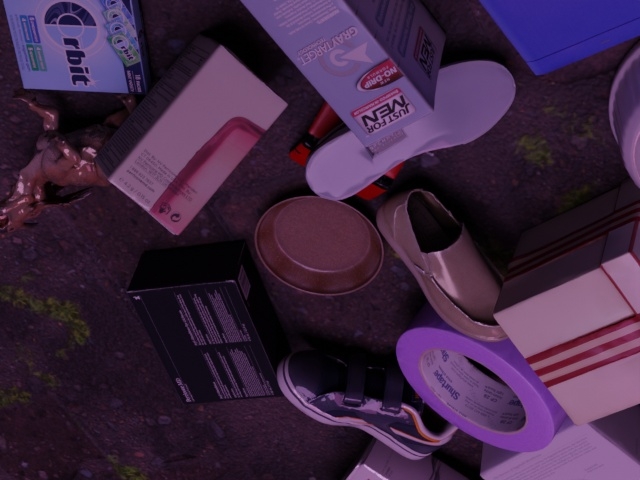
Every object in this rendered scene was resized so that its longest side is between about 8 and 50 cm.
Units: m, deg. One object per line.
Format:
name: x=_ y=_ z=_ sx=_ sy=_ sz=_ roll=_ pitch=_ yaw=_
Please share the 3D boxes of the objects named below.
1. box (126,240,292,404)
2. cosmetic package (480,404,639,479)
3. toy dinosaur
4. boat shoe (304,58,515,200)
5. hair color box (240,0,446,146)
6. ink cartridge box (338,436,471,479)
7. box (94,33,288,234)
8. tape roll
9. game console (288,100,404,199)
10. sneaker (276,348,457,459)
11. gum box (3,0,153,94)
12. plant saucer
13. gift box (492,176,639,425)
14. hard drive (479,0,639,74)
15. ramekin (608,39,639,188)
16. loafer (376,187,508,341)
box: x=-0.173 y=0.137 z=2.082 sx=0.184 sy=0.103 sz=0.261 roll=-8 pitch=129 yaw=15
cosmetic package: x=0.419 y=0.347 z=2.106 sx=0.224 sy=0.138 sz=0.224 roll=38 pitch=128 yaw=-21
toy dinosaur: x=-0.339 y=-0.116 z=1.895 sx=0.295 sy=0.127 sz=0.200 roll=-5 pitch=137 yaw=1
boat shoe: x=0.117 y=-0.158 z=1.756 sx=0.306 sy=0.105 sz=0.113 roll=-33 pitch=109 yaw=11
hair color box: x=-0.001 y=-0.317 z=1.592 sx=0.113 sy=0.185 sz=0.374 roll=-27 pitch=120 yaw=30
ink cartridge box: x=0.164 y=0.480 z=2.258 sx=0.283 sy=0.117 sz=0.207 roll=33 pitch=131 yaw=1
box: x=-0.176 y=-0.145 z=1.737 sx=0.127 sy=0.148 sz=0.232 roll=40 pitch=90 yaw=-22
tape roll: x=0.253 y=0.199 z=1.971 sx=0.274 sy=0.090 sz=0.275 roll=29 pitch=150 yaw=19
game console: x=0.045 y=-0.135 z=1.855 sx=0.144 sy=0.085 sz=0.124 roll=28 pitch=162 yaw=-11
sneaker: x=0.088 y=0.246 z=2.105 sx=0.321 sy=0.126 sz=0.127 roll=26 pitch=136 yaw=-25
gum box: x=-0.335 y=-0.281 z=1.796 sx=0.184 sy=0.041 sz=0.157 roll=4 pitch=131 yaw=8
plant saucer: x=0.000 y=0.000 z=1.968 sx=0.198 sy=0.036 sz=0.199 roll=6 pitch=132 yaw=7
gift box: x=0.434 y=0.084 z=1.804 sx=0.258 sy=0.255 sz=0.276 roll=-29 pitch=113 yaw=34
hard drive: x=0.280 y=-0.339 z=1.550 sx=0.210 sy=0.040 sz=0.318 roll=-21 pitch=139 yaw=28
ramekin: x=0.506 y=-0.147 z=1.663 sx=0.272 sy=0.127 sz=0.273 roll=6 pitch=132 yaw=7
loafer: x=0.184 y=0.032 z=1.840 sx=0.268 sy=0.102 sz=0.092 roll=46 pitch=157 yaw=10
